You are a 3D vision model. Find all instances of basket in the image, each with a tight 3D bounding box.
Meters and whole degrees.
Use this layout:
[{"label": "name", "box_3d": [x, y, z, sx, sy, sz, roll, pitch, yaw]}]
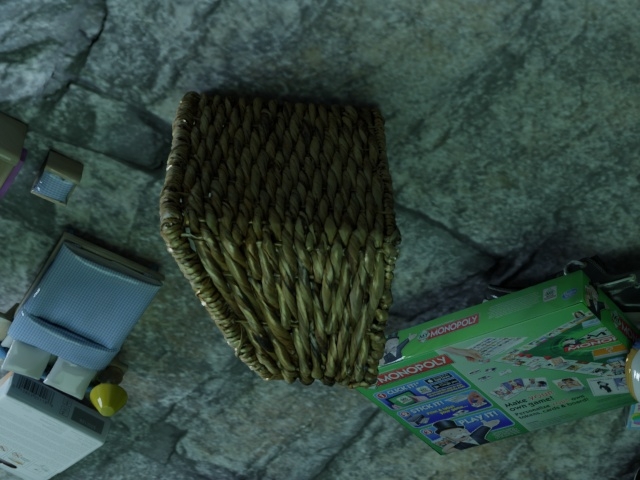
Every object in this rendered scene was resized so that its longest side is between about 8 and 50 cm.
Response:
[{"label": "basket", "box_3d": [-0.049, 0.006, 1.404, 0.223, 0.299, 0.214, 4, 121, -5]}]

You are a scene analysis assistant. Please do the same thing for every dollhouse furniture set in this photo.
[{"label": "dollhouse furniture set", "box_3d": [-0.298, 0.073, 1.527, 0.303, 0.198, 0.286, 26, 124, -20]}]

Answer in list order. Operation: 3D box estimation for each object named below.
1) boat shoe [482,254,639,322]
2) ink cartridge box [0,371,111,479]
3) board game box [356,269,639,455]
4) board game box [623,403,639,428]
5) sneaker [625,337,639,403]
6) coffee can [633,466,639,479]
[{"label": "boat shoe", "box_3d": [0.301, 0.055, 1.606, 0.233, 0.084, 0.079, 0, 91, 9]}, {"label": "ink cartridge box", "box_3d": [-0.369, 0.239, 1.772, 0.145, 0.045, 0.179, 32, 140, -23]}, {"label": "board game box", "box_3d": [0.214, 0.150, 1.623, 0.317, 0.046, 0.213, -21, 135, 32]}, {"label": "board game box", "box_3d": [0.433, 0.168, 1.712, 0.103, 0.026, 0.154, 1, 129, -1]}, {"label": "sneaker", "box_3d": [0.474, 0.097, 1.523, 0.296, 0.131, 0.112, -41, 125, -12]}, {"label": "coffee can", "box_3d": [0.449, 0.436, 1.815, 0.201, 0.201, 0.275, 11, 127, -9]}]
